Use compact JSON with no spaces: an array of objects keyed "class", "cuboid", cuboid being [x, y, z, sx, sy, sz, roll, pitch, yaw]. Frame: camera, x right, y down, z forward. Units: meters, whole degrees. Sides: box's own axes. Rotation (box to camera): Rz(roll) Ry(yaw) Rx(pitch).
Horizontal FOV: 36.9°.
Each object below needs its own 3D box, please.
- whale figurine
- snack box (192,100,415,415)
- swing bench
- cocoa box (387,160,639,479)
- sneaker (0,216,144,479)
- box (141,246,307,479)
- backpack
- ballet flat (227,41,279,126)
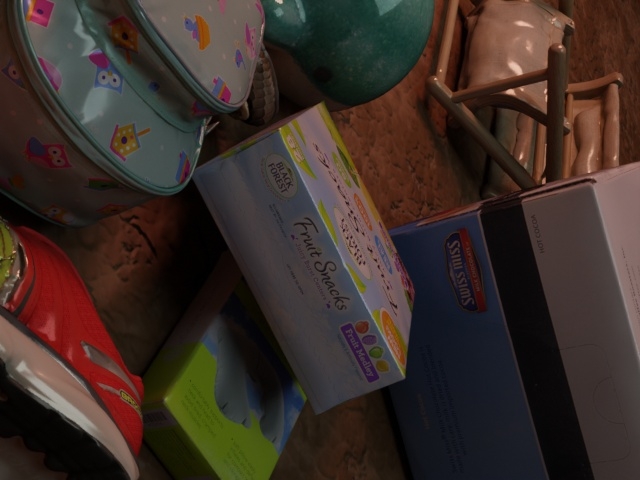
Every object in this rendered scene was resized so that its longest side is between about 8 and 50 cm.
[{"class":"whale figurine","cuboid":[-0.005,-0.236,0.771,0.272,0.141,0.216,54,37,-30]},{"class":"snack box","cuboid":[0.000,0.000,0.675,0.174,0.070,0.207,63,14,-9]},{"class":"swing bench","cuboid":[0.259,-0.188,1.168,0.254,0.165,0.253,57,34,-37]},{"class":"cocoa box","cuboid":[0.211,0.125,0.880,0.231,0.228,0.347,-17,92,-60]},{"class":"sneaker","cuboid":[-0.178,0.018,0.455,0.118,0.107,0.279,-89,154,-59]},{"class":"box","cuboid":[-0.054,0.086,0.652,0.109,0.042,0.178,60,35,-25]},{"class":"backpack","cuboid":[-0.121,-0.108,0.533,0.166,0.144,0.188,50,42,-44]},{"class":"ballet flat","cuboid":[-0.110,-0.178,0.654,0.058,0.084,0.249,-44,116,-28]}]
